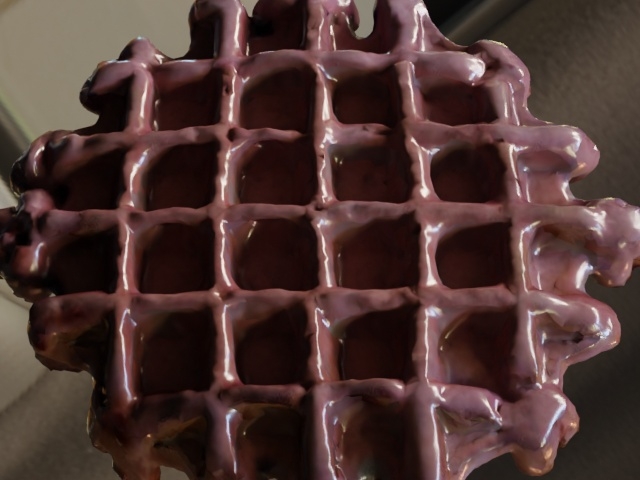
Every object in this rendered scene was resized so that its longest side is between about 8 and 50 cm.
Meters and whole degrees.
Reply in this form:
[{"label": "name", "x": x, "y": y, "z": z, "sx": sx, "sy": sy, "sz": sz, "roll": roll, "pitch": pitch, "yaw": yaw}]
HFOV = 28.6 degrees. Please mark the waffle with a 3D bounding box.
[{"label": "waffle", "x": 0.000, "y": 0.000, "z": 0.465, "sx": 0.221, "sy": 0.055, "sz": 0.234, "roll": -41, "pitch": -110, "yaw": -16}]
